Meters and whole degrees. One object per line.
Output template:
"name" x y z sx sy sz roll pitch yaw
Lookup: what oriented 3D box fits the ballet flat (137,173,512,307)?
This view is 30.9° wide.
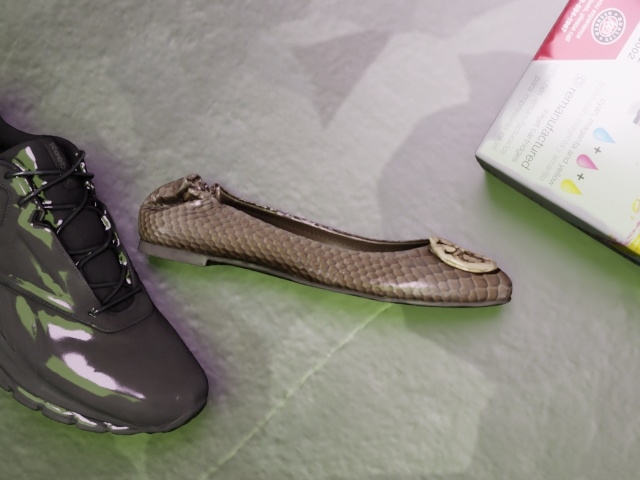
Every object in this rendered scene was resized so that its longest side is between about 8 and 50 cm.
"ballet flat" 0.000 0.000 0.740 0.250 0.084 0.058 10 93 16

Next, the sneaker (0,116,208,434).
"sneaker" -0.177 0.007 0.739 0.286 0.109 0.130 41 119 7

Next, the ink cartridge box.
"ink cartridge box" 0.199 -0.053 0.675 0.176 0.127 0.128 32 95 8
